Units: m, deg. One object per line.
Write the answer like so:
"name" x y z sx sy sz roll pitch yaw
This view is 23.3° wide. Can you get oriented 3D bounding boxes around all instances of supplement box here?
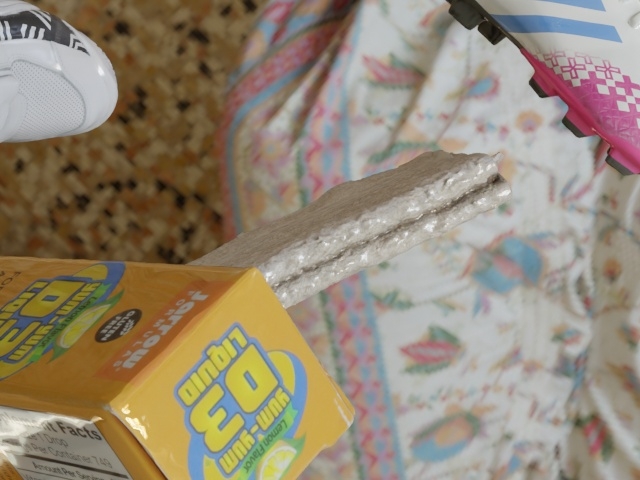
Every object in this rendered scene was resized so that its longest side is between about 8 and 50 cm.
"supplement box" -0.100 0.054 0.581 0.233 0.078 0.080 3 130 46

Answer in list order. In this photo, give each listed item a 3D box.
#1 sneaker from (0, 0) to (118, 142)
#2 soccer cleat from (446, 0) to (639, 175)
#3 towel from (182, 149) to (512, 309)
"sneaker" -0.306 -0.076 1.159 0.137 0.366 0.210 -46 51 39
"soccer cleat" 0.212 -0.160 1.151 0.331 0.116 0.143 46 106 21
"towel" 0.000 0.000 1.184 0.049 0.282 0.187 65 172 -8
